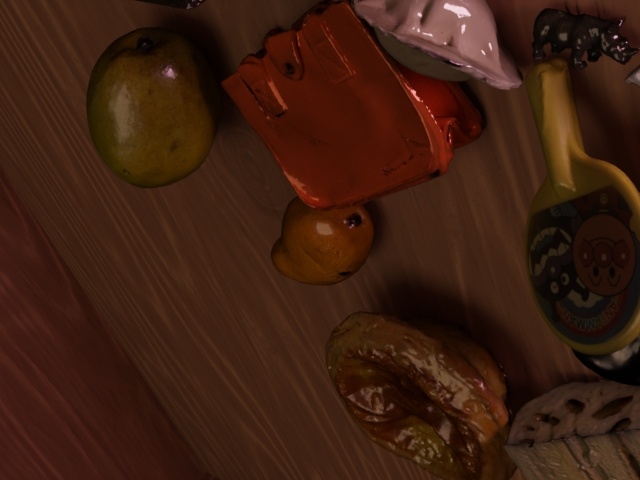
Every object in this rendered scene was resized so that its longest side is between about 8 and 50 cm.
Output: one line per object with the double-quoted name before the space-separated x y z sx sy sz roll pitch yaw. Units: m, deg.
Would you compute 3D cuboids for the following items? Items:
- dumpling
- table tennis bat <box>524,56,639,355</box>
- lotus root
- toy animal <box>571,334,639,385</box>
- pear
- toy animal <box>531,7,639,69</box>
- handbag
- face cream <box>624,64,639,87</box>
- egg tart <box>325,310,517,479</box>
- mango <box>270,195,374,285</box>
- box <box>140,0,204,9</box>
"dumpling" 0.145 -0.257 1.181 0.247 0.172 0.142 28 124 1
"table tennis bat" 0.307 -0.045 1.153 0.224 0.054 0.369 152 112 -63
"lotus root" 0.494 0.364 1.587 0.267 0.149 0.260 -18 119 40
"toy animal" 0.435 0.069 1.178 0.212 0.212 0.267 41 153 8
"pear" -0.305 -0.241 1.727 0.253 0.253 0.307 32 149 24
"toy animal" 0.309 -0.234 1.114 0.135 0.047 0.065 27 140 41
"handbag" 0.034 -0.208 1.452 0.303 0.116 0.410 52 152 -13
"face cream" 0.443 -0.111 1.040 0.251 0.101 0.101 42 153 6
"egg tart" 0.210 0.282 1.819 0.443 0.178 0.443 32 148 23
"mango" 0.004 -0.005 1.774 0.177 0.120 0.295 38 155 -4
"box" -0.230 -0.454 1.399 0.273 0.184 0.143 22 145 42
